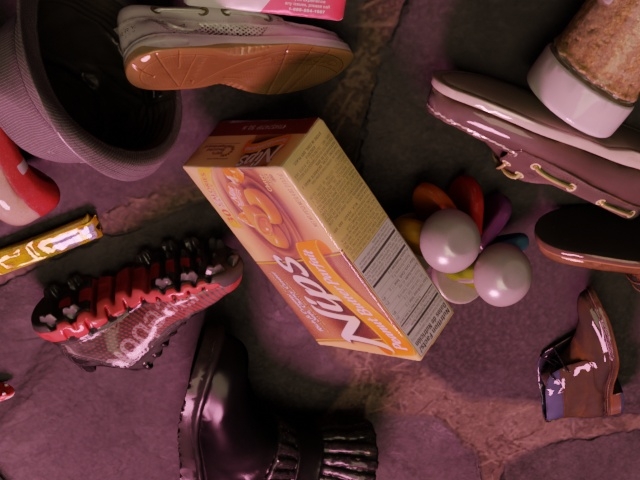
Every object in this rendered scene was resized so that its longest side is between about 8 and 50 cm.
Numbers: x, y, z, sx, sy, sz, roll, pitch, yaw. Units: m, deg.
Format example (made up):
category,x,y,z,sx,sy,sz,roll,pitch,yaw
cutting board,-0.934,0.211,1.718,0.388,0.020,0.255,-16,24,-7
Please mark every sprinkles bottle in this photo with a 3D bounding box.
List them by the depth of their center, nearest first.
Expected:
category,x,y,z,sx,sy,sz,roll,pitch,yaw
sprinkles bottle,0.372,-0.281,1.484,0.121,0.121,0.355,25,117,-19

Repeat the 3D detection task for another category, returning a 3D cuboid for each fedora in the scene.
category,x,y,z,sx,sy,sz,roll,pitch,yaw
fedora,-0.269,-0.168,1.444,0.124,0.244,0.275,-18,166,27

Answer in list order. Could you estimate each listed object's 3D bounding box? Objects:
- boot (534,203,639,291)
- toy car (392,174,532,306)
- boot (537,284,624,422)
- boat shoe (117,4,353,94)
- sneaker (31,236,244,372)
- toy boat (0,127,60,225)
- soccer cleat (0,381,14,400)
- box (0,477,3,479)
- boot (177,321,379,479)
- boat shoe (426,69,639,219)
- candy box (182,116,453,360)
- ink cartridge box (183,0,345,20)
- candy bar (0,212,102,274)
category,x,y,z,sx,sy,sz,roll,pitch,yaw
boot,0.406,0.028,1.705,0.305,0.112,0.115,5,133,-10
toy car,0.177,-0.005,1.653,0.182,0.159,0.136,32,77,-19
boot,0.332,0.158,1.792,0.106,0.082,0.219,-15,125,2
boat shoe,-0.090,-0.222,1.486,0.277,0.096,0.098,-2,151,-35
sneaker,-0.211,0.087,1.692,0.276,0.098,0.135,-20,122,11
toy boat,-0.352,-0.134,1.530,0.151,0.151,0.231,-34,124,-17
soccer cleat,-0.439,0.205,1.794,0.083,0.029,0.036,-7,132,4
box,-0.473,0.378,1.894,0.109,0.042,0.178,-22,121,10
boot,-0.049,0.250,1.787,0.260,0.131,0.348,6,133,0
boat shoe,0.260,-0.109,1.594,0.324,0.117,0.097,16,118,-21
candy box,0.000,0.000,1.602,0.183,0.087,0.316,5,140,49
ink cartridge box,-0.046,-0.361,1.409,0.172,0.100,0.237,5,124,-8
candy bar,-0.342,0.007,1.676,0.161,0.018,0.040,-21,126,8
